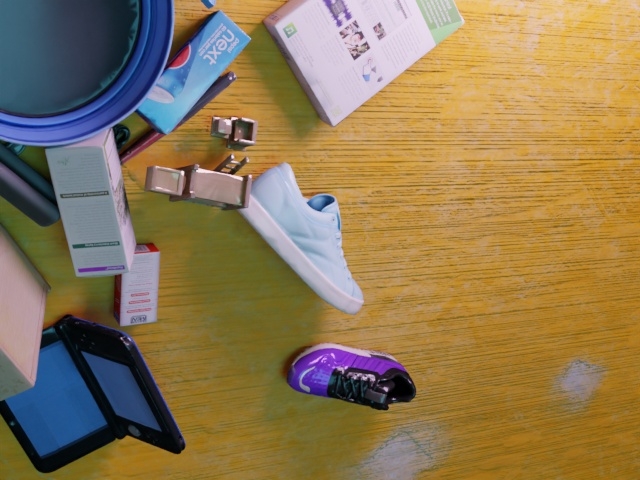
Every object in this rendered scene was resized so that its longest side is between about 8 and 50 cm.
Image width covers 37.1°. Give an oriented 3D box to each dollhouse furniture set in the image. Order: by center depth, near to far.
[{"bbox_3d":[-0.649,0.163,1.485,0.394,0.256,0.362,-23,125,7],"label":"dollhouse furniture set"},{"bbox_3d":[-0.217,-0.146,1.637,0.182,0.101,0.161,10,83,-32],"label":"dollhouse furniture set"}]

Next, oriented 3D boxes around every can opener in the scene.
[{"bbox_3d":[-0.515,-0.114,1.460,0.093,0.074,0.280,-26,136,24],"label":"can opener"}]

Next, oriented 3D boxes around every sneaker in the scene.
[{"bbox_3d":[0.000,0.000,1.785,0.150,0.135,0.366,-43,128,1],"label":"sneaker"},{"bbox_3d":[0.078,0.291,1.968,0.293,0.146,0.102,5,111,-32],"label":"sneaker"}]

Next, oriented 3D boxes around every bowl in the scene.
[{"bbox_3d":[-0.409,-0.336,1.397,0.391,0.077,0.391,-11,113,-27],"label":"bowl"}]

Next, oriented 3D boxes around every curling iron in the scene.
[{"bbox_3d":[-0.256,-0.208,1.595,0.274,0.035,0.068,-32,126,-13],"label":"curling iron"}]

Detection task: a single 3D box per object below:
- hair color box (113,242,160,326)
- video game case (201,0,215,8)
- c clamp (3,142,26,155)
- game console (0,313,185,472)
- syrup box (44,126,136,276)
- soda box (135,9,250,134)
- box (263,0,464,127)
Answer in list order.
[{"bbox_3d":[-0.327,0.078,1.692,0.072,0.043,0.141,-5,115,-28],"label":"hair color box"},{"bbox_3d":[-0.211,-0.449,1.458,0.015,0.119,0.166,-23,132,25],"label":"video game case"},{"bbox_3d":[-0.517,-0.180,1.466,0.137,0.022,0.160,2,113,-31],"label":"c clamp"},{"bbox_3d":[-0.416,0.296,1.677,0.173,0.250,0.293,-48,133,-36],"label":"game console"},{"bbox_3d":[-0.368,-0.064,1.543,0.096,0.093,0.237,-4,121,0],"label":"syrup box"},{"bbox_3d":[-0.212,-0.272,1.546,0.071,0.067,0.210,42,83,-19],"label":"soda box"},{"bbox_3d":[0.084,-0.388,1.691,0.322,0.058,0.232,-38,127,-7],"label":"box"}]
